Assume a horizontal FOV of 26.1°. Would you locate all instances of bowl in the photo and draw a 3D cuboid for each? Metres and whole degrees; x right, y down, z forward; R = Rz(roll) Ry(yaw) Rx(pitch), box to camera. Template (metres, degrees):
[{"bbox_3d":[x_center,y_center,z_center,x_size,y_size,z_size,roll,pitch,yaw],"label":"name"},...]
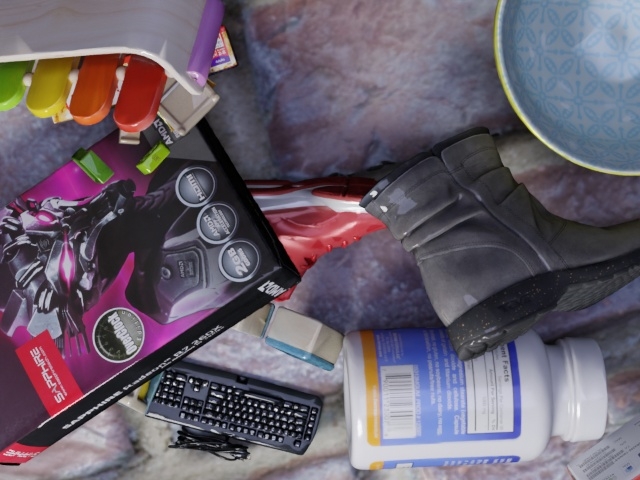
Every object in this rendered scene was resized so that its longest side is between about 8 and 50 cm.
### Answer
[{"bbox_3d":[0.316,-0.214,1.453,0.290,0.156,0.289,0,96,-2],"label":"bowl"}]

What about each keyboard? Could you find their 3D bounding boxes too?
[{"bbox_3d":[-0.099,0.201,1.542,0.192,0.038,0.100,14,95,-3],"label":"keyboard"}]

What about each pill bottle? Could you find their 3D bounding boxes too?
[{"bbox_3d":[0.164,0.166,1.491,0.272,0.152,0.152,-3,96,-3],"label":"pill bottle"}]

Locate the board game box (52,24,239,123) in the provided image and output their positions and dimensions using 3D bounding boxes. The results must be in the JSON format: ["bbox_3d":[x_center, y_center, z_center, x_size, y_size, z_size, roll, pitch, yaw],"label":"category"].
[{"bbox_3d":[-0.183,-0.173,1.443,0.193,0.147,0.045,-18,97,-1],"label":"board game box"}]

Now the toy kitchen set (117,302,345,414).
[{"bbox_3d":[-0.106,0.136,1.503,0.207,0.122,0.166,21,85,17],"label":"toy kitchen set"}]

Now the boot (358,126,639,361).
[{"bbox_3d":[0.223,-0.030,1.460,0.338,0.118,0.222,-18,72,-35],"label":"boot"}]

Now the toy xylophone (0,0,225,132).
[{"bbox_3d":[-0.246,-0.223,1.350,0.323,0.081,0.236,6,61,24],"label":"toy xylophone"}]

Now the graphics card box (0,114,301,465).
[{"bbox_3d":[-0.233,0.042,1.441,0.371,0.094,0.232,-32,73,6],"label":"graphics card box"}]

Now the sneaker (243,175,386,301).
[{"bbox_3d":[0.000,0.000,1.514,0.221,0.087,0.128,3,107,6],"label":"sneaker"}]

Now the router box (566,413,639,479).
[{"bbox_3d":[0.484,0.266,1.500,0.335,0.082,0.301,-36,117,2],"label":"router box"}]

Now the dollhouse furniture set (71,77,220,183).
[{"bbox_3d":[-0.176,-0.119,1.373,0.151,0.058,0.076,-47,107,-7],"label":"dollhouse furniture set"}]
